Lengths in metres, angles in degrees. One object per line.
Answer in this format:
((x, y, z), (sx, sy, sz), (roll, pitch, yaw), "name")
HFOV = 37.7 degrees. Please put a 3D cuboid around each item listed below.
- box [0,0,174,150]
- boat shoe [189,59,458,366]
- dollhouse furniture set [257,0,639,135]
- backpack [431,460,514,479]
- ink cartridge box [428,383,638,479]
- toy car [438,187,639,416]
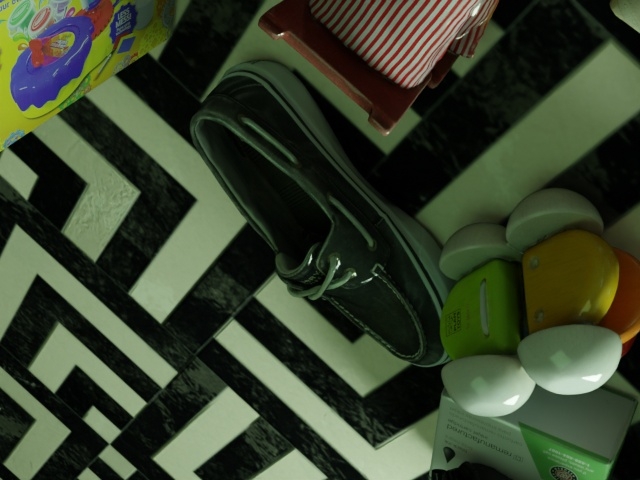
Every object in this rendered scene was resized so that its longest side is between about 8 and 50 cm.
((-0.311, -0.231, 0.748), (0.279, 0.290, 0.177), (27, 135, 16), "box")
((0.000, 0.000, 0.838), (0.335, 0.119, 0.121), (50, 136, -9), "boat shoe")
((0.176, -0.116, 0.595), (0.374, 0.152, 0.201), (40, 137, 2), "dollhouse furniture set")
((0.142, 0.292, 0.790), (0.151, 0.182, 0.115), (13, 130, 26), "backpack")
((0.192, 0.222, 0.901), (0.160, 0.092, 0.220), (20, 132, 22), "ink cartridge box")
((0.184, 0.058, 0.759), (0.136, 0.159, 0.182), (20, 148, -33), "toy car")
